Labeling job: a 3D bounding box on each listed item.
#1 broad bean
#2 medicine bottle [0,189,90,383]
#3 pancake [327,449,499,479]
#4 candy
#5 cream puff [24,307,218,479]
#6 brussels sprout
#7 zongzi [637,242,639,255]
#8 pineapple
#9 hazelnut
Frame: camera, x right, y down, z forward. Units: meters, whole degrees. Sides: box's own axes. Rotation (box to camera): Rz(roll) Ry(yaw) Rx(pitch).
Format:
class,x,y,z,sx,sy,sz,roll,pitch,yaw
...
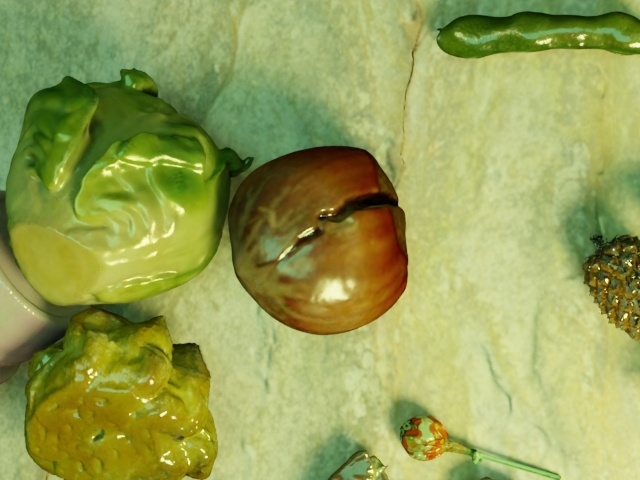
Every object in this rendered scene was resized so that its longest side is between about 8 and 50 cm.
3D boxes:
class,x,y,z,sx,sy,sz,roll,pitch,yaw
broad bean,0.252,-0.227,1.132,0.256,0.052,0.053,5,130,16
medicine bottle,-0.496,0.116,1.275,0.388,0.219,0.219,-30,78,14
pancake,0.120,0.360,1.147,0.288,0.033,0.286,-35,79,16
candy,0.177,0.240,1.142,0.184,0.049,0.056,15,122,13
cream puff,-0.229,0.194,1.190,0.244,0.244,0.196,-31,44,15
brussels sprout,-0.230,-0.064,1.181,0.259,0.227,0.294,25,52,7
zongzi,0.388,-0.003,1.042,0.109,0.119,0.055,19,134,17
pineapple,0.342,0.087,1.061,0.103,0.083,0.221,-24,76,-27
hazelnut,0.002,-0.001,1.132,0.181,0.181,0.212,-28,78,17
